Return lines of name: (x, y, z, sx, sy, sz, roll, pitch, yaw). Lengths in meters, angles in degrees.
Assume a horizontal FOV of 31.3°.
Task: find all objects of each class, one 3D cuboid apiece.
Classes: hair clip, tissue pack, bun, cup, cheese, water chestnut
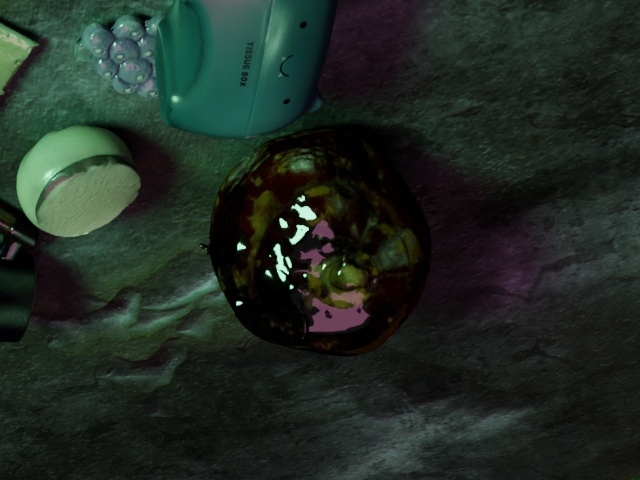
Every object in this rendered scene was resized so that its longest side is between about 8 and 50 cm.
hair clip: (-0.228, -0.248, 1.512, 0.195, 0.052, 0.124, -3, 135, -17)
tissue pack: (-0.087, -0.270, 1.382, 0.206, 0.198, 0.287, 0, 134, -17)
bun: (-0.350, -0.094, 1.608, 0.173, 0.120, 0.173, -28, 151, -17)
cup: (-0.525, 0.056, 1.725, 0.177, 0.166, 0.239, 11, 138, -26)
cheese: (-0.515, -0.158, 1.571, 0.085, 0.034, 0.400, 23, 131, -32)
water chestnut: (0.000, 0.000, 1.684, 0.335, 0.347, 0.335, 1, 99, 6)
